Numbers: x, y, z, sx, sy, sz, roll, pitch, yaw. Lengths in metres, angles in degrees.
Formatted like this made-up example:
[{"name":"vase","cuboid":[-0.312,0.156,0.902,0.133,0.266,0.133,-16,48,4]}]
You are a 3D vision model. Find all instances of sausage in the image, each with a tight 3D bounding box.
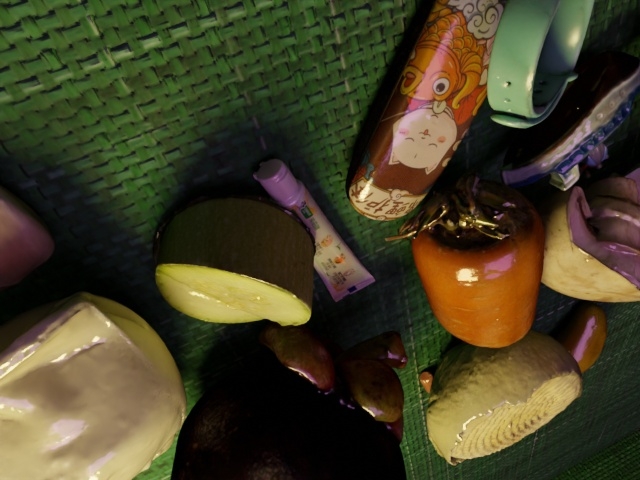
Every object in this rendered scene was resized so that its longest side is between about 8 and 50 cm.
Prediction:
[{"name":"sausage","cuboid":[0.257,0.335,1.108,0.034,0.034,0.083,-32,135,0]}]

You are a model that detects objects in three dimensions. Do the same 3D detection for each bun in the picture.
[{"name":"bun","cuboid":[0.379,0.324,1.044,0.364,0.202,0.364,-17,137,-16]}]

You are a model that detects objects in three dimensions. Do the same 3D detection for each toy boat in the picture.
[{"name":"toy boat","cuboid":[0.386,-0.166,0.710,0.115,0.114,0.262,30,106,-30]}]

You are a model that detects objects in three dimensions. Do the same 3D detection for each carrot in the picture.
[{"name":"carrot","cuboid":[0.237,0.011,0.730,0.193,0.214,0.331,-47,144,-17]}]

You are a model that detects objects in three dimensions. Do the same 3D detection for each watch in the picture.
[{"name":"watch","cuboid":[0.274,-0.240,0.571,0.237,0.068,0.195,-24,128,-52]}]

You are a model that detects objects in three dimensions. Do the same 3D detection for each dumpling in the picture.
[{"name":"dumpling","cuboid":[-0.326,0.231,0.580,0.315,0.233,0.395,-33,150,-20]}]

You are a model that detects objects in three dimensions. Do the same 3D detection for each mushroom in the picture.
[{"name":"mushroom","cuboid":[0.462,0.003,0.819,0.253,0.195,0.189,24,155,-15]}]

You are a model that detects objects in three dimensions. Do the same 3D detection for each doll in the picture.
[{"name":"doll","cuboid":[0.478,-0.149,0.827,0.057,0.039,0.114,-9,152,25]}]

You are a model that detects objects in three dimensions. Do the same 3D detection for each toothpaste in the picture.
[{"name":"toothpaste","cuboid":[0.000,0.000,0.699,0.314,0.058,0.056,56,51,-47]}]

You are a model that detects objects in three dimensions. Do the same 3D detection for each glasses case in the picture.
[{"name":"glasses case","cuboid":[0.135,-0.168,0.607,0.122,0.082,0.321,5,122,-36]}]

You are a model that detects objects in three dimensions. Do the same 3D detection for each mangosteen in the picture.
[{"name":"mangosteen","cuboid":[-0.022,0.329,0.746,0.382,0.382,0.435,23,103,-38]}]

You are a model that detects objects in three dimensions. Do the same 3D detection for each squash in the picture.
[{"name":"squash","cuboid":[-0.112,0.055,0.613,0.220,0.133,0.220,-2,141,-2]}]

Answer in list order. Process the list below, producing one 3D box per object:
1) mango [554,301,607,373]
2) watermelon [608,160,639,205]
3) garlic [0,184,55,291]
[{"name":"mango","cuboid":[0.668,0.260,1.217,0.136,0.099,0.228,0,117,-23]},{"name":"watermelon","cuboid":[0.615,-0.068,0.908,0.322,0.175,0.188,-50,174,31]},{"name":"garlic","cuboid":[-0.417,0.000,0.451,0.217,0.110,0.228,-29,134,2]}]
